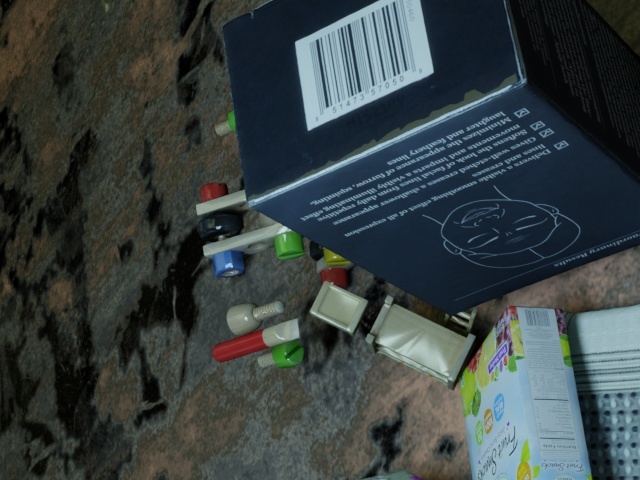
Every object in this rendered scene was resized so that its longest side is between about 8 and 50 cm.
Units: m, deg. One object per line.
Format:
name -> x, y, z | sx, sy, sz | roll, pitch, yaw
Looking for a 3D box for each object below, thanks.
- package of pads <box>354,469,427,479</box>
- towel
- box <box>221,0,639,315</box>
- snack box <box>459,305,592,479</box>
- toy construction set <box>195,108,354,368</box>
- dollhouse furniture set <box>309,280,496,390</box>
package of pads -> 0.125, 0.384, 1.599 | 0.296, 0.101, 0.229 | -176, 79, -70
towel -> 0.344, 0.213, 1.483 | 0.324, 0.056, 0.312 | -8, 74, 52
box -> 0.142, -0.112, 1.498 | 0.293, 0.395, 0.212 | -23, 60, 26
snack box -> 0.212, 0.199, 1.589 | 0.174, 0.070, 0.207 | 112, 156, -56
toy construction set -> 0.000, 0.000, 1.835 | 0.237, 0.257, 0.309 | -20, 44, 41
dollhouse furniture set -> 0.107, 0.060, 1.754 | 0.161, 0.181, 0.101 | -63, -10, -9
